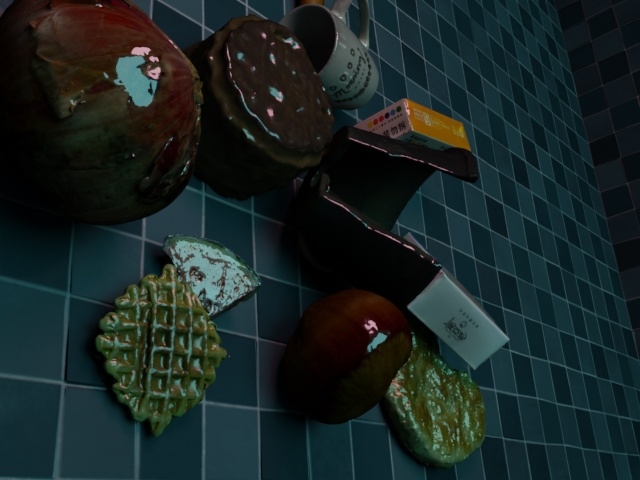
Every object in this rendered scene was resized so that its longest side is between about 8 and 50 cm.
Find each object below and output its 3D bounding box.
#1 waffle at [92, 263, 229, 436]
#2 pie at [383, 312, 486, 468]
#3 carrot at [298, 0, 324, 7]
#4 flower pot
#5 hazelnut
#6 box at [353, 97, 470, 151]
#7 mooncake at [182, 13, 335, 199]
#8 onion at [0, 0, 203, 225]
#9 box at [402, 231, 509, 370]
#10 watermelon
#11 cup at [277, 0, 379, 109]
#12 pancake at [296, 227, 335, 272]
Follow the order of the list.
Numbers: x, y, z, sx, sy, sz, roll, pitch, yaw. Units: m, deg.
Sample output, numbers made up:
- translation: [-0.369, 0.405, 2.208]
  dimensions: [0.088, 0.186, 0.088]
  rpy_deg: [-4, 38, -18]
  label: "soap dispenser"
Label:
- translation: [-0.238, 0.161, 1.098]
  dimensions: [0.208, 0.054, 0.214]
  rpy_deg: [-45, 112, -36]
  label: "waffle"
- translation: [0.248, 0.348, 1.620]
  dimensions: [0.371, 0.078, 0.296]
  rpy_deg: [52, 39, -19]
  label: "pie"
- translation: [-0.024, -0.545, 1.738]
  dimensions: [0.067, 0.067, 0.225]
  rpy_deg: [28, 54, -41]
  label: "carrot"
- translation: [0.095, -0.068, 1.435]
  dimensions: [0.251, 0.379, 0.379]
  rpy_deg: [27, 49, -14]
  label: "flower pot"
- translation: [0.039, 0.203, 1.298]
  dimensions: [0.217, 0.251, 0.217]
  rpy_deg: [34, 11, -7]
  label: "hazelnut"
- translation: [0.197, -0.227, 1.726]
  dimensions: [0.274, 0.220, 0.091]
  rpy_deg: [6, 65, -48]
  label: "box"
- translation: [-0.121, -0.251, 1.366]
  dimensions: [0.324, 0.187, 0.324]
  rpy_deg: [27, 51, -39]
  label: "mooncake"
- translation: [-0.300, -0.188, 0.984]
  dimensions: [0.353, 0.353, 0.354]
  rpy_deg: [27, 53, -42]
  label: "onion"
- translation: [0.275, 0.137, 1.654]
  dimensions: [0.274, 0.116, 0.203]
  rpy_deg: [42, 10, -30]
  label: "box"
- translation: [-0.200, 0.074, 1.209]
  dimensions: [0.187, 0.071, 0.139]
  rpy_deg: [30, 69, -22]
  label: "watermelon"
- translation: [0.039, -0.419, 1.609]
  dimensions: [0.186, 0.258, 0.234]
  rpy_deg: [41, 15, 33]
  label: "cup"
- translation: [0.000, 0.000, 1.525]
  dimensions: [0.139, 0.022, 0.139]
  rpy_deg: [26, 54, -41]
  label: "pancake"
